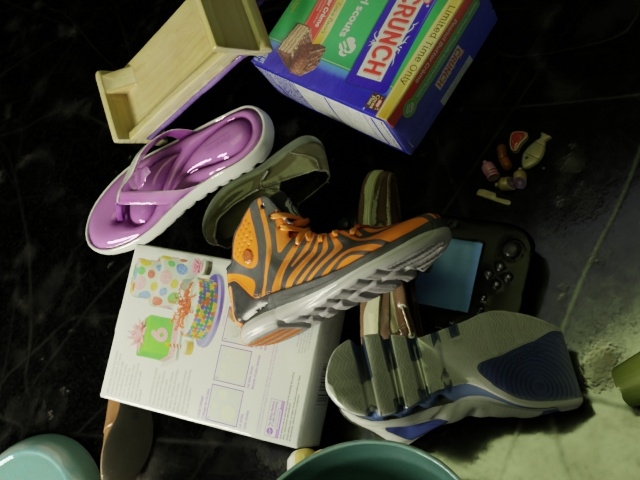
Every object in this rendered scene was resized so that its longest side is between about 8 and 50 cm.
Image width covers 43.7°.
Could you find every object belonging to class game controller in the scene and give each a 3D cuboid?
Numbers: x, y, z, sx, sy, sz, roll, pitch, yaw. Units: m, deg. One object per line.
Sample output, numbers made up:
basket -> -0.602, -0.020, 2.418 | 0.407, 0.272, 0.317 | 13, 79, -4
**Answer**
game controller -> 0.145, 0.042, 1.147 | 0.319, 0.067, 0.166 | 9, 72, 32

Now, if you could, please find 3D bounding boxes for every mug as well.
mug -> -0.013, 0.323, 1.109 | 0.078, 0.062, 0.064 | -21, 50, 11

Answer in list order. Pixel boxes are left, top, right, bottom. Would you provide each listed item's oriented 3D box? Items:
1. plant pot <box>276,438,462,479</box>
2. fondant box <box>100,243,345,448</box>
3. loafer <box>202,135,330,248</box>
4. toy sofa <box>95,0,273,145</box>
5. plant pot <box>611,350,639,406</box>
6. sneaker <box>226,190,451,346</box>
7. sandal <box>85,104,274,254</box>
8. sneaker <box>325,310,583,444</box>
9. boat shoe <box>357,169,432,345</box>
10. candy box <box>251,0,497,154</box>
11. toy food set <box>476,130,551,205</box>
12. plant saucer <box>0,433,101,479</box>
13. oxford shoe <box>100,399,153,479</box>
plant pot -> 0.068, 0.408, 0.916 | 0.293, 0.196, 0.293 | -12, 47, 13
fondant box -> -0.142, 0.150, 1.181 | 0.330, 0.096, 0.238 | 9, 82, 21
loafer -> -0.087, -0.069, 1.308 | 0.251, 0.094, 0.087 | -40, 50, 6
toy sofa -> -0.230, -0.311, 1.412 | 0.362, 0.177, 0.150 | -29, 74, 43
plant pot -> 0.396, 0.161, 0.953 | 0.079, 0.083, 0.083 | -31, 56, 27
sneaker -> 0.000, 0.000, 1.031 | 0.321, 0.124, 0.180 | -26, 70, 20
sandal -> -0.277, -0.128, 1.434 | 0.416, 0.102, 0.169 | -32, 56, 12
sneaker -> 0.157, 0.186, 1.040 | 0.315, 0.182, 0.127 | -3, 64, -5
boat shoe -> 0.109, 0.030, 1.099 | 0.095, 0.095, 0.258 | -2, 89, 21
candy box -> 0.083, -0.328, 1.319 | 0.317, 0.122, 0.268 | 30, 86, 35
toy food set -> 0.279, -0.115, 1.175 | 0.078, 0.019, 0.122 | 23, 80, 34
plant saucer -> -0.489, 0.473, 1.306 | 0.317, 0.043, 0.318 | -12, 63, 24
oxford shoe -> -0.315, 0.297, 1.289 | 0.076, 0.076, 0.212 | -23, 54, 52
